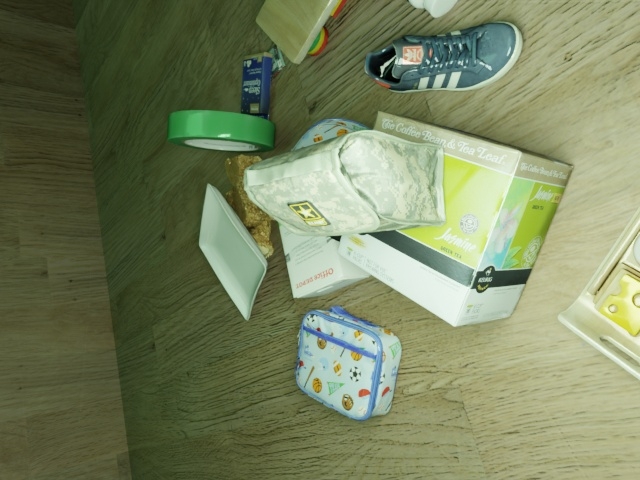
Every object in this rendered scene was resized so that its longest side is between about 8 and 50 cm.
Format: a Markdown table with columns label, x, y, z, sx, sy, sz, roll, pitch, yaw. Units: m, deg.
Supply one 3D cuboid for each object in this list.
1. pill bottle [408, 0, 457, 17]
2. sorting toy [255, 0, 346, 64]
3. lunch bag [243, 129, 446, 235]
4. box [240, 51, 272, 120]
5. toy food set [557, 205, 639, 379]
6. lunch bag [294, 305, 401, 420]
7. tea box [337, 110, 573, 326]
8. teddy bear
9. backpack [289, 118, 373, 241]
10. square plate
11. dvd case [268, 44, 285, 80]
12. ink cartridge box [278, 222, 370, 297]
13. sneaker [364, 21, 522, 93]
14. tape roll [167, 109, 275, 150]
| label | x | y | z | sx | sy | sz | roll | pitch | yaw |
| --- | --- | --- | --- | --- | --- | --- | --- | --- | --- |
| pill bottle | 0.220 | -0.591 | 1.131 | 0.193 | 0.108 | 0.108 | 54 | 127 | 19 |
| sorting toy | -0.038 | -0.658 | 1.426 | 0.255 | 0.090 | 0.257 | -53 | 53 | 27 |
| lunch bag | 0.040 | -0.092 | 0.871 | 0.235 | 0.287 | 0.168 | -3 | 87 | 47 |
| box | -0.210 | -0.487 | 1.649 | 0.137 | 0.037 | 0.225 | 17 | 107 | 51 |
| toy food set | 0.542 | 0.066 | 0.787 | 0.220 | 0.093 | 0.305 | 42 | 119 | 39 |
| lunch bag | 0.058 | 0.302 | 1.303 | 0.304 | 0.115 | 0.242 | 13 | 96 | 46 |
| tea box | 0.250 | -0.055 | 1.015 | 0.329 | 0.220 | 0.323 | 32 | 114 | 43 |
| teddy bear | -0.215 | -0.105 | 1.629 | 0.245 | 0.113 | 0.337 | -24 | 79 | 52 |
| backpack | 0.035 | -0.161 | 1.204 | 0.277 | 0.263 | 0.213 | 28 | 155 | 6 |
| square plate | -0.282 | 0.041 | 1.633 | 0.347 | 0.049 | 0.344 | 53 | 146 | 21 |
| dvd case | -0.161 | -0.559 | 1.629 | 0.119 | 0.013 | 0.087 | -34 | 65 | 43 |
| ink cartridge box | 0.000 | 0.000 | 1.366 | 0.198 | 0.115 | 0.272 | -28 | 69 | 44 |
| sneaker | 0.241 | -0.388 | 1.084 | 0.350 | 0.148 | 0.131 | 0 | 90 | 47 |
| tape roll | -0.300 | -0.326 | 1.548 | 0.321 | 0.322 | 0.077 | 7 | 94 | 48 |
